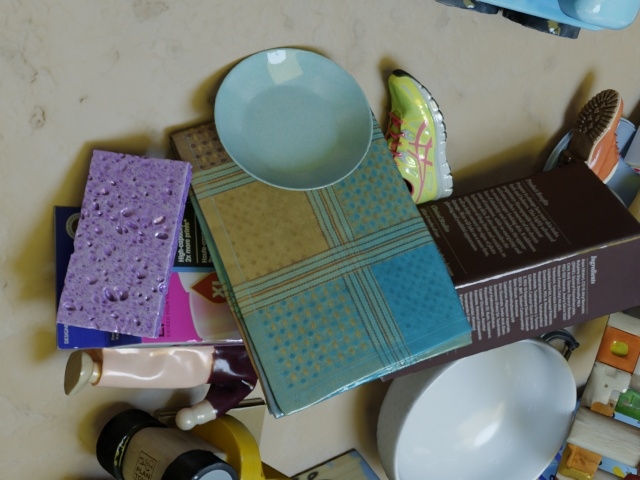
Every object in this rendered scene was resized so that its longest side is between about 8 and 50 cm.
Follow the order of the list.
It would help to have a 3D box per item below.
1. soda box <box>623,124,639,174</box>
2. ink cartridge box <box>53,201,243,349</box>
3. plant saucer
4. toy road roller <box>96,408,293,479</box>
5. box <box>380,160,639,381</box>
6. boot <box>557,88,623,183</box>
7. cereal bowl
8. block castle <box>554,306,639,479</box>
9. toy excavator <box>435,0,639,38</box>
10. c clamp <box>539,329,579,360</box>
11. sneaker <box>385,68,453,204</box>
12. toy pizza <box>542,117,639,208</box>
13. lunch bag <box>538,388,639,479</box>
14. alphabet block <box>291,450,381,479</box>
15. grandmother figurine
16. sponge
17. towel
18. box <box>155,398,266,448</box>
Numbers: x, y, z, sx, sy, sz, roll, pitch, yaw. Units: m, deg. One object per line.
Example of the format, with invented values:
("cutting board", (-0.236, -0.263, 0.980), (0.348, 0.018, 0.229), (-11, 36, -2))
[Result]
("soda box", (0.552, -0.197, 1.414), (0.069, 0.074, 0.216), (27, 87, -35))
("ink cartridge box", (-0.140, 0.043, 1.157), (0.370, 0.069, 0.176), (1, 79, -26))
("plant saucer", (-0.034, -0.142, 1.128), (0.195, 0.195, 0.037), (-19, 163, -18))
("toy road roller", (-0.172, 0.393, 1.236), (0.240, 0.202, 0.330), (15, 92, -46))
("box", (0.227, 0.036, 1.266), (0.381, 0.191, 0.143), (-16, 127, -3))
("boot", (0.417, -0.148, 1.371), (0.084, 0.059, 0.158), (4, 120, -30))
("cereal bowl", (0.230, 0.269, 1.467), (0.339, 0.141, 0.339), (-12, 120, -22))
("block castle", (0.525, 0.182, 1.382), (0.453, 0.212, 0.303), (-62, 160, -24))
("toy excavator", (0.267, -0.328, 0.994), (0.432, 0.445, 0.222), (5, 111, -30))
("c clamp", (0.403, 0.223, 1.612), (0.137, 0.022, 0.161), (6, 113, -25))
("sneaker", (0.116, -0.128, 1.244), (0.094, 0.081, 0.209), (-24, 123, -9))
("toy pizza", (0.422, -0.101, 1.447), (0.201, 0.032, 0.201), (-10, 117, -21))
("lunch bag", (0.533, 0.410, 1.592), (0.221, 0.293, 0.138), (-22, 137, -16))
("alphabet block", (0.024, 0.483, 1.440), (0.197, 0.192, 0.193), (-21, 121, -18))
("grandmother figurine", (-0.152, 0.142, 1.217), (0.342, 0.104, 0.208), (11, 88, -29))
("sponge", (-0.226, 0.002, 1.073), (0.117, 0.031, 0.210), (9, 82, 4))
("towel", (0.000, 0.000, 1.120), (0.271, 0.370, 0.040), (-18, 163, -19))
("box", (-0.170, 0.330, 1.361), (0.164, 0.021, 0.201), (-2, 115, -27))
